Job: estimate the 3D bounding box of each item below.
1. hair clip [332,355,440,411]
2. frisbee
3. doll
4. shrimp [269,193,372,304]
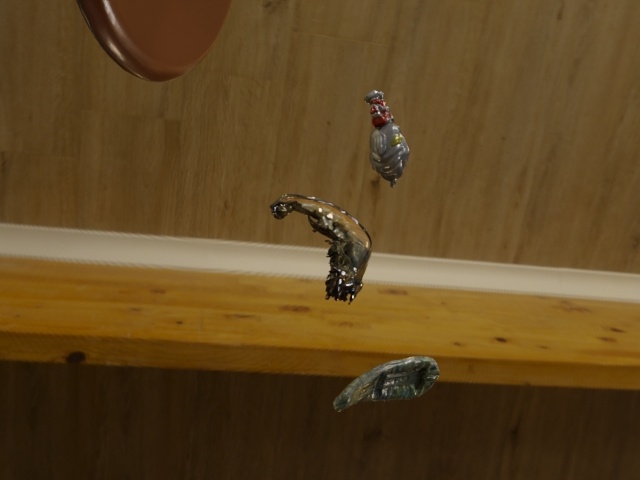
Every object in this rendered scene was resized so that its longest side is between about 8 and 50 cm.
[{"bbox_3d":[0.085,0.191,0.890,0.229,0.036,0.066,1,-65,-50],"label":"hair clip"},{"bbox_3d":[-0.110,-0.243,0.493,0.021,0.251,0.250,10,-70,14],"label":"frisbee"},{"bbox_3d":[0.118,-0.185,1.228,0.079,0.094,0.180,-13,-91,28],"label":"doll"},{"bbox_3d":[0.000,0.000,1.256,0.222,0.290,0.054,29,-59,-14],"label":"shrimp"}]
